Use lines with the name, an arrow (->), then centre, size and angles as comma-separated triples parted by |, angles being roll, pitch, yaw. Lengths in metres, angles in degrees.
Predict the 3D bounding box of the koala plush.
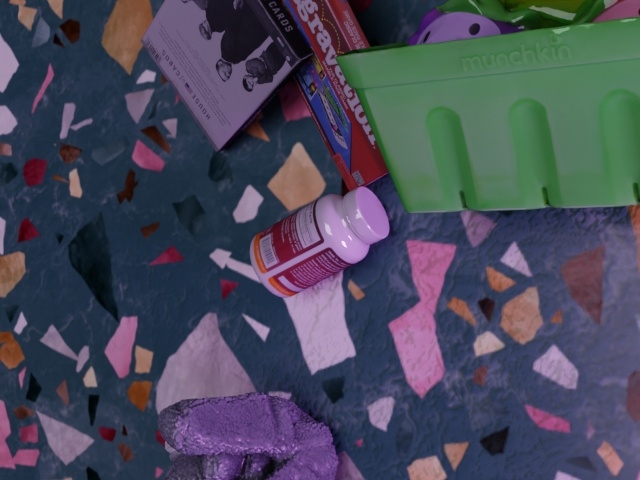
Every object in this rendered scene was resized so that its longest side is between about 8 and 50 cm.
koala plush -> -0.110, 0.286, 1.141 | 0.221, 0.203, 0.196 | -36, 69, 48

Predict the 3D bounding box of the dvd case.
dvd case -> -0.118, -0.229, 1.145 | 0.179, 0.029, 0.238 | 56, 145, 2

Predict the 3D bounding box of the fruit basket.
fruit basket -> 0.224, -0.225, 0.905 | 0.392, 0.283, 0.392 | 10, 110, 29

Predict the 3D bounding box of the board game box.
board game box -> 0.008, -0.198, 1.067 | 0.281, 0.027, 0.145 | 63, 154, 0

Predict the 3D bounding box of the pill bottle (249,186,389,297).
pill bottle -> 0.000, 0.000, 1.117 | 0.152, 0.086, 0.086 | -28, 74, 27
